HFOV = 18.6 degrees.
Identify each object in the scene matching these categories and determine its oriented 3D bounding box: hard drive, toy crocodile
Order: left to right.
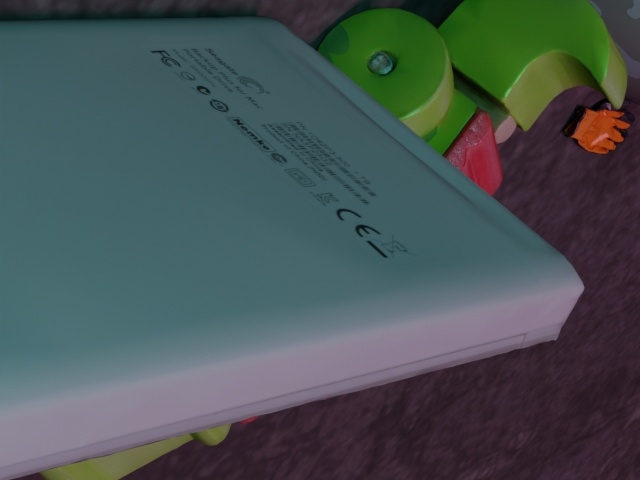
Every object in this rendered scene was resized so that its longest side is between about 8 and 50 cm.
[{"bbox_3d":[-0.065,-0.014,0.708,0.307,0.203,0.040,-10,133,-49],"label":"hard drive"},{"bbox_3d":[0.000,0.000,0.918,0.340,0.105,0.115,-41,151,-11],"label":"toy crocodile"}]

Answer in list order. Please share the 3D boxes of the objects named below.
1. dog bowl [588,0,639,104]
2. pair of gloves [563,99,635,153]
[{"bbox_3d":[0.253,-0.206,1.005,0.349,0.102,0.348,-35,147,-27],"label":"dog bowl"},{"bbox_3d":[0.182,-0.087,1.159,0.083,0.010,0.074,-57,150,14],"label":"pair of gloves"}]
